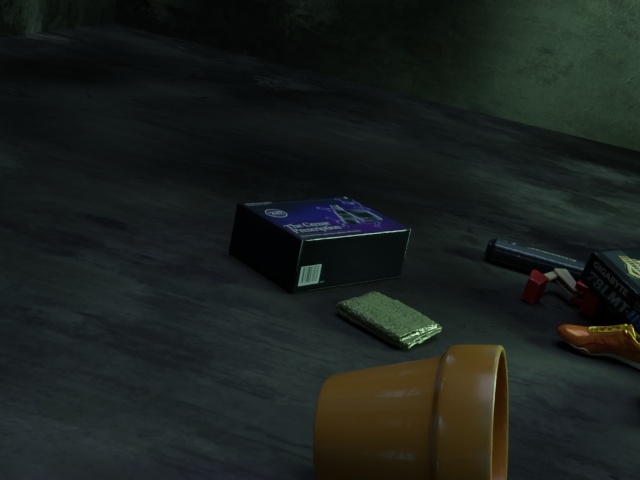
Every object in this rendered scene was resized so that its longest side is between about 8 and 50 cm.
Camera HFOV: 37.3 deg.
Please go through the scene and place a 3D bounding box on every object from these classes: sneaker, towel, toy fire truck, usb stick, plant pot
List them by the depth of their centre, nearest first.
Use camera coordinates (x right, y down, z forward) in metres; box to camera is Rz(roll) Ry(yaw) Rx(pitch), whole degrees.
[{"bbox_3d":[0.098,0.211,1.013,0.188,0.205,0.205,1,16,16],"label":"plant pot"},{"bbox_3d":[0.106,0.124,1.492,0.148,0.027,0.110,27,25,34],"label":"towel"},{"bbox_3d":[0.477,0.160,1.553,0.175,0.067,0.064,13,20,8],"label":"sneaker"},{"bbox_3d":[0.472,0.085,1.768,0.135,0.047,0.192,28,31,26],"label":"toy fire truck"},{"bbox_3d":[0.469,0.050,1.893,0.278,0.045,0.077,16,20,13],"label":"usb stick"}]

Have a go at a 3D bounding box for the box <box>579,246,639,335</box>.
[{"bbox_3d":[0.657,0.117,1.662,0.293,0.073,0.295,-5,38,-30],"label":"box"}]

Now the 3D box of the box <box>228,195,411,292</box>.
[{"bbox_3d":[0.000,0.000,1.676,0.261,0.103,0.184,-6,23,-42],"label":"box"}]
